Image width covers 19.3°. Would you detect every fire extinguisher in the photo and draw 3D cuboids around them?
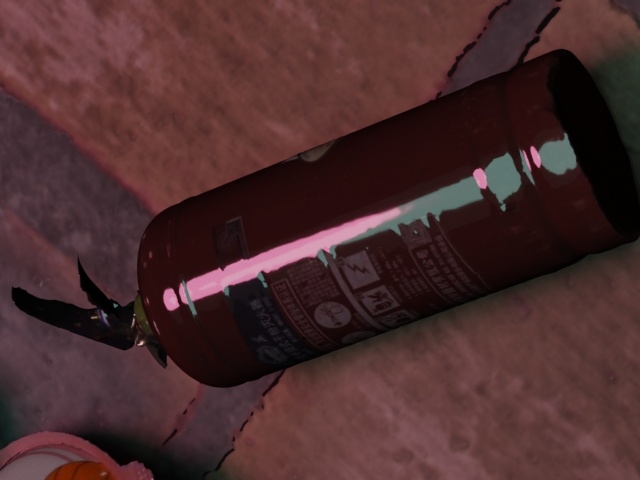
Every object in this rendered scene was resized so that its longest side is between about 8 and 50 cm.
[{"bbox_3d":[0.000,0.000,1.062,0.337,0.135,0.114,-22,50,21],"label":"fire extinguisher"}]

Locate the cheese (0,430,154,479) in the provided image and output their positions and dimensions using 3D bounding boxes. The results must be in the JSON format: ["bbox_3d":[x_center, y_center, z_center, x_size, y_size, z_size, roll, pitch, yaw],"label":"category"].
[{"bbox_3d":[-0.189,0.227,1.171,0.286,0.074,0.189,-33,66,31],"label":"cheese"}]
